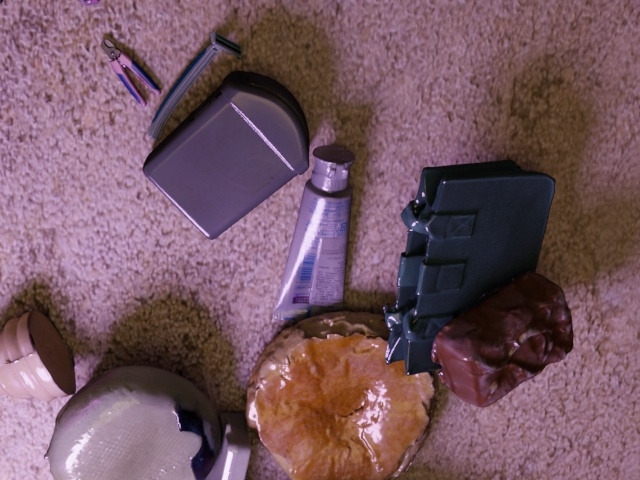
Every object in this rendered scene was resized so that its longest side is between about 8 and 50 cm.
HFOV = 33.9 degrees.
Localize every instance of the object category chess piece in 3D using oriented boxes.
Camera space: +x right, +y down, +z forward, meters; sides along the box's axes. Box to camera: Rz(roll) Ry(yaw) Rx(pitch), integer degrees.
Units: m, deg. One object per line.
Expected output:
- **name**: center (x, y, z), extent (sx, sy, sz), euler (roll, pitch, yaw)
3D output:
- **chess piece**: center (-0.559, 0.229, 1.674), extent (0.307, 0.124, 0.139), euler (-21, 142, 8)

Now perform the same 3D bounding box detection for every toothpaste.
- **toothpaste**: center (0.000, 0.000, 1.643), extent (0.114, 0.073, 0.299), euler (4, 119, -9)

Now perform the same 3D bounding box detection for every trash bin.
- **trash bin**: center (-0.128, -0.135, 1.567), extent (0.236, 0.101, 0.177), euler (-38, 109, 13)

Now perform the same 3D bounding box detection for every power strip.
- **power strip**: center (-0.164, 0.418, 1.753), extent (0.046, 0.118, 0.271), euler (7, 110, -18)

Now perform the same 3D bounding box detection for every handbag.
- **handbag**: center (0.221, 0.039, 1.606), extent (0.238, 0.089, 0.327), euler (-5, 116, -34)

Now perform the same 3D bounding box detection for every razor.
- **razor**: center (-0.198, -0.229, 1.559), extent (0.191, 0.037, 0.068), euler (-47, 146, 17)

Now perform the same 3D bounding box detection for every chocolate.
- **chocolate**: center (0.281, 0.157, 1.594), extent (0.214, 0.093, 0.148), euler (-34, 127, -16)

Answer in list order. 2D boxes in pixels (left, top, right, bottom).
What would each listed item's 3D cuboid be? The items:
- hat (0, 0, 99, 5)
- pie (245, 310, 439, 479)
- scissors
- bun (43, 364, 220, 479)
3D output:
- **hat**: center (-0.406, -0.396, 1.464), extent (0.227, 0.129, 0.140), euler (19, 86, -28)
- **pie**: center (0.035, 0.271, 1.729), extent (0.339, 0.083, 0.340), euler (-1, 113, -3)
- **scissors**: center (-0.284, -0.251, 1.557), extent (0.039, 0.012, 0.113), euler (-35, 108, 9)
- **bun**: center (-0.304, 0.307, 1.687), extent (0.283, 0.179, 0.283), euler (-11, 123, -17)
